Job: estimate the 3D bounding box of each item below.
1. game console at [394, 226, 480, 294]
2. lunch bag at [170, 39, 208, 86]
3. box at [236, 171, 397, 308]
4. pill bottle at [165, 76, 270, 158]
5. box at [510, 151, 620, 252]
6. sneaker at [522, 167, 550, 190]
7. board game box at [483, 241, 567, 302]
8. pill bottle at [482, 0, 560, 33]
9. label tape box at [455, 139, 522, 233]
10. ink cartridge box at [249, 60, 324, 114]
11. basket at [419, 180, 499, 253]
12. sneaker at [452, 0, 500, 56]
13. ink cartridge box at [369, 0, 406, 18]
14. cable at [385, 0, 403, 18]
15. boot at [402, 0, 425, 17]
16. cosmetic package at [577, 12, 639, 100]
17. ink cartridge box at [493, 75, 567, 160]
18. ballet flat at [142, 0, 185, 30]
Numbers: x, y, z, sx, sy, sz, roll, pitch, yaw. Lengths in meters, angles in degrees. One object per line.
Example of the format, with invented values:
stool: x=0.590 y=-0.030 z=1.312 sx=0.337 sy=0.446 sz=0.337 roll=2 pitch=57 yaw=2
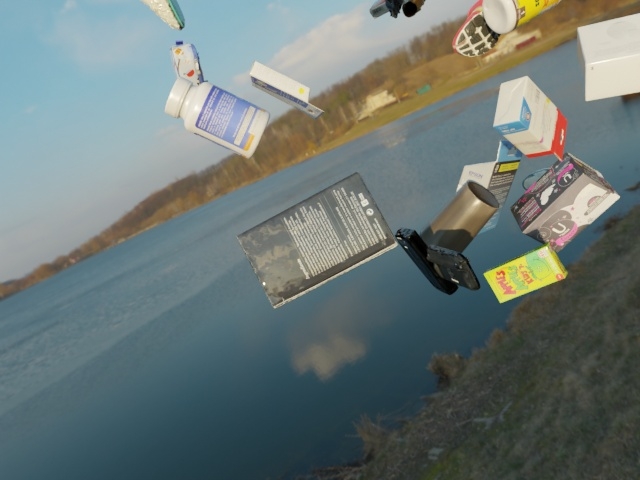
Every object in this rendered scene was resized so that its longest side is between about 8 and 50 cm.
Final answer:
game console: x=0.320 y=0.068 z=1.311 sx=0.044 sy=0.213 sz=0.361 roll=-40 pitch=12 yaw=-4
lunch bag: x=-0.524 y=-0.669 z=1.965 sx=0.114 sy=0.243 sz=0.303 roll=-15 pitch=25 yaw=-14
box: x=0.000 y=0.000 z=1.865 sx=0.471 sy=0.298 sz=0.480 roll=-29 pitch=-2 yaw=3
pill bottle: x=-0.295 y=-0.358 z=1.421 sx=0.152 sy=0.271 sz=0.152 roll=-58 pitch=16 yaw=27
box: x=0.747 y=-0.113 z=1.528 sx=0.247 sy=0.163 sz=0.142 roll=-53 pitch=20 yaw=33
sneaker: x=0.906 y=-0.225 z=1.884 sx=0.282 sy=0.110 sz=0.122 roll=5 pitch=8 yaw=41
board game box: x=0.536 y=0.087 z=1.302 sx=0.181 sy=0.092 sz=0.043 roll=-32 pitch=-4 yaw=37
pill bottle: x=0.536 y=-0.631 z=1.272 sx=0.214 sy=0.117 sz=0.117 roll=-31 pitch=11 yaw=-7
label tape box: x=0.593 y=-0.202 z=1.774 sx=0.115 sy=0.348 sz=0.249 roll=26 pitch=25 yaw=33
ink cartridge box: x=-0.127 y=-0.587 z=1.950 sx=0.303 sy=0.307 sz=0.072 roll=-129 pitch=62 yaw=-79
basket: x=0.450 y=-0.064 z=1.593 sx=0.227 sy=0.154 sz=0.204 roll=-55 pitch=-7 yaw=34
sneaker: x=0.459 y=-0.622 z=1.416 sx=0.279 sy=0.107 sz=0.118 roll=-48 pitch=30 yaw=-15
ink cartridge box: x=0.270 y=-0.888 z=1.783 sx=0.145 sy=0.045 sz=0.179 roll=-7 pitch=47 yaw=45
cable: x=0.227 y=-0.828 z=1.639 sx=0.047 sy=0.151 sz=0.184 roll=-27 pitch=-24 yaw=-4
boot: x=0.394 y=-0.985 z=1.963 sx=0.211 sy=0.104 sz=0.295 roll=-60 pitch=-2 yaw=12
cosmetic package: x=0.915 y=-0.559 z=1.501 sx=0.223 sy=0.138 sz=0.225 roll=-5 pitch=46 yaw=24
ink cartridge box: x=0.564 y=-0.312 z=1.317 sx=0.078 sy=0.231 sz=0.134 roll=-3 pitch=66 yaw=51
ballet flat: x=-0.631 y=-0.958 z=1.787 sx=0.146 sy=0.409 sz=0.147 roll=-13 pitch=36 yaw=10
